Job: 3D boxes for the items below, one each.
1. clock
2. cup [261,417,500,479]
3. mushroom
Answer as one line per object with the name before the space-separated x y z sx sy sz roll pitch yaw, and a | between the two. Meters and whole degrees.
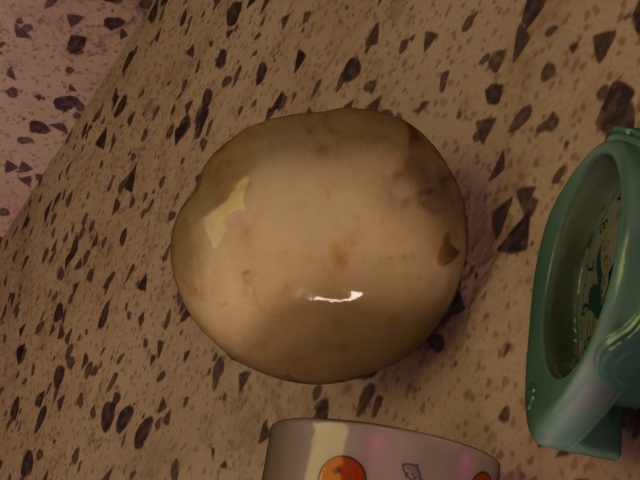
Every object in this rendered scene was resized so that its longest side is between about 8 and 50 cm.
clock | 0.238 0.032 0.942 0.274 0.094 0.224 113 168 -63
cup | 0.033 0.334 1.072 0.212 0.212 0.318 -20 55 56
mushroom | 0.000 0.000 1.354 0.336 0.314 0.314 -76 11 -84
